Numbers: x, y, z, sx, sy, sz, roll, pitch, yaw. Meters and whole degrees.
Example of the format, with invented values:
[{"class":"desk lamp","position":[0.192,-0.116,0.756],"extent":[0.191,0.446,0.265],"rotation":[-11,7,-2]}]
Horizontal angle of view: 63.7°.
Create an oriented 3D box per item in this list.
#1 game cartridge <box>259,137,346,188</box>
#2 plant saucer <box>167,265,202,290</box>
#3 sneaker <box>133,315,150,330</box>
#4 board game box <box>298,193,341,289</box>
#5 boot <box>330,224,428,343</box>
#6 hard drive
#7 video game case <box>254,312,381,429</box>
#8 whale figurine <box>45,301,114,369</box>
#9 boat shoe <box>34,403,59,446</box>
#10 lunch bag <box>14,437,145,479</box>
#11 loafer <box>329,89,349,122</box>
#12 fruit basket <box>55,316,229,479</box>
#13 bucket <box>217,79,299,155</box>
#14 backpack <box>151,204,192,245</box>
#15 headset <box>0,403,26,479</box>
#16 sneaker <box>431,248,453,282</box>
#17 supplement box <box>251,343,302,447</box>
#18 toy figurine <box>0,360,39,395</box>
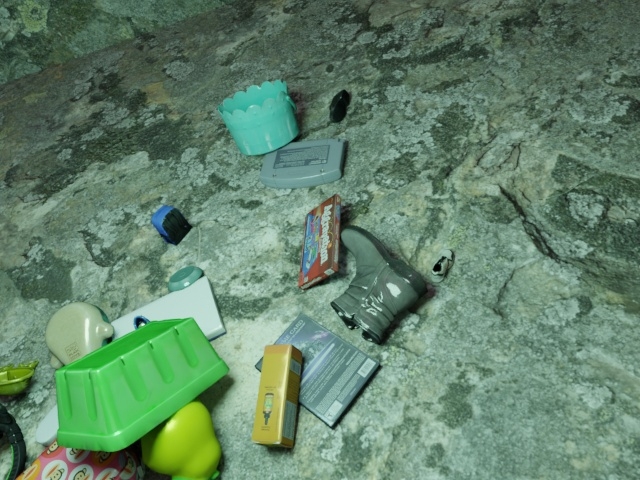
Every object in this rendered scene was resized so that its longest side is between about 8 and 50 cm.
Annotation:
[{"class":"game cartridge","position":[-0.062,-0.269,1.811],"extent":[0.293,0.060,0.196],"rotation":[-3,47,16]},{"class":"plant saucer","position":[-0.426,0.113,1.601],"extent":[0.119,0.021,0.119],"rotation":[-19,27,10]},{"class":"sneaker","position":[-0.482,0.262,1.442],"extent":[0.053,0.059,0.144],"rotation":[-41,52,-20]},{"class":"board game box","position":[0.000,0.000,1.533],"extent":[0.145,0.027,0.282],"rotation":[-32,39,36]},{"class":"boot","position":[0.105,0.108,1.405],"extent":[0.222,0.118,0.338],"rotation":[-41,45,-9]},{"class":"hard drive","position":[-0.450,0.254,1.506],"extent":[0.318,0.040,0.210],"rotation":[-26,48,-4]},{"class":"video game case","position":[-0.012,0.322,1.317],"extent":[0.274,0.026,0.196],"rotation":[27,64,35]},{"class":"whale figurine","position":[-0.675,0.312,1.493],"extent":[0.216,0.141,0.272],"rotation":[-34,71,4]},{"class":"boat shoe","position":[-0.603,0.428,1.367],"extent":[0.108,0.102,0.301],"rotation":[28,70,43]},{"class":"lunch bag","position":[-0.571,0.592,1.210],"extent":[0.258,0.120,0.293],"rotation":[28,64,34]},{"class":"loafer","position":[0.062,-0.506,1.973],"extent":[0.061,0.062,0.170],"rotation":[-13,41,38]},{"class":"fruit basket","position":[-0.388,0.406,1.222],"extent":[0.282,0.392,0.392],"rotation":[-10,47,33]},{"class":"bucket","position":[-0.217,-0.449,1.887],"extent":[0.280,0.183,0.281],"rotation":[-15,32,9]},{"class":"backpack","position":[-0.514,-0.056,1.734],"extent":[0.101,0.120,0.098],"rotation":[13,57,27]},{"class":"headset","position":[-0.915,0.488,1.282],"extent":[0.243,0.185,0.395],"rotation":[-29,83,-14]},{"class":"sneaker","position":[0.335,0.063,1.408],"extent":[0.040,0.044,0.109],"rotation":[13,54,29]},{"class":"supplement box","position":[-0.102,0.373,1.243],"extent":[0.077,0.080,0.234],"rotation":[-6,57,22]},{"class":"toy figurine","position":[-0.988,0.484,1.449],"extent":[0.362,0.191,0.218],"rotation":[-5,89,-17]}]
